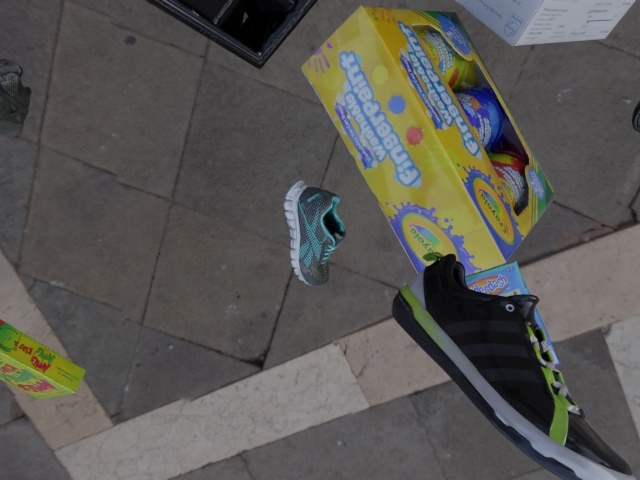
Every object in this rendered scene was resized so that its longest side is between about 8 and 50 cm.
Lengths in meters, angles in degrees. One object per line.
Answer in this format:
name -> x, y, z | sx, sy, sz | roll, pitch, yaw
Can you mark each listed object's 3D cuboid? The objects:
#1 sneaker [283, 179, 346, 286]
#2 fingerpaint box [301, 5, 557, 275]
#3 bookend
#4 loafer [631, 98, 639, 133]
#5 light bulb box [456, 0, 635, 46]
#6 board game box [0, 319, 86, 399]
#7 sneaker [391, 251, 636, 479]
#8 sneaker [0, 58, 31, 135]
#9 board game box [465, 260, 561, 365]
sneaker -> 0.000, 0.000, 0.604 | 0.076, 0.065, 0.166 | 11, 129, 29
fingerpaint box -> 0.230, -0.195, 0.823 | 0.163, 0.371, 0.444 | -29, 91, 44
bookend -> -0.071, -0.269, 0.409 | 0.157, 0.156, 0.072 | -42, 69, 21
loafer -> 0.393, -0.083, 0.379 | 0.223, 0.078, 0.076 | 31, 150, 33
light bulb box -> 0.481, -0.581, 0.790 | 0.225, 0.358, 0.361 | 55, 145, 24
board game box -> -0.483, 0.190, 0.699 | 0.092, 0.043, 0.181 | -17, 131, 23
sneaker -> 0.155, 0.089, 0.361 | 0.097, 0.084, 0.235 | -51, 52, 7
sneaker -> -0.567, -0.247, 0.690 | 0.087, 0.227, 0.130 | 36, 104, 15
board game box -> 0.346, 0.164, 0.859 | 0.160, 0.047, 0.210 | -16, 78, -6
